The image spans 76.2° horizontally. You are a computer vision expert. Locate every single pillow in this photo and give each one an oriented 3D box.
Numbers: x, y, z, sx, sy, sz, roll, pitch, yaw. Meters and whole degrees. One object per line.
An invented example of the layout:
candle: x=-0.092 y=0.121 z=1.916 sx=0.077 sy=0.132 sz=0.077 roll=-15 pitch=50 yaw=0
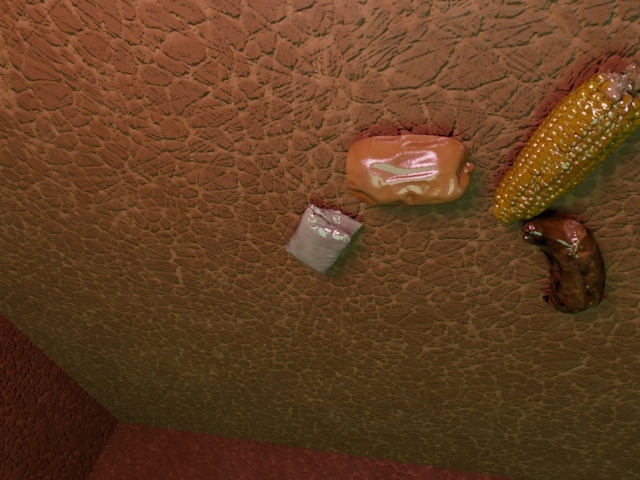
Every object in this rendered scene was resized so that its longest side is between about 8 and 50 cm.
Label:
pillow: x=0.000 y=0.000 z=0.984 sx=0.134 sy=0.078 sz=0.181 roll=26 pitch=137 yaw=-5

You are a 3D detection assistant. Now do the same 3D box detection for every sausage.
sausage: x=0.166 y=-0.131 z=0.782 sx=0.241 sy=0.120 sz=0.136 roll=3 pitch=144 yaw=12

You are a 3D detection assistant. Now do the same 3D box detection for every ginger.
ginger: x=0.526 y=0.054 z=0.866 sx=0.133 sy=0.107 sz=0.309 roll=6 pitch=139 yaw=43

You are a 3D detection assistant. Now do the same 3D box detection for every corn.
corn: x=0.411 y=-0.150 z=0.698 sx=0.119 sy=0.119 sz=0.322 roll=24 pitch=134 yaw=-7
